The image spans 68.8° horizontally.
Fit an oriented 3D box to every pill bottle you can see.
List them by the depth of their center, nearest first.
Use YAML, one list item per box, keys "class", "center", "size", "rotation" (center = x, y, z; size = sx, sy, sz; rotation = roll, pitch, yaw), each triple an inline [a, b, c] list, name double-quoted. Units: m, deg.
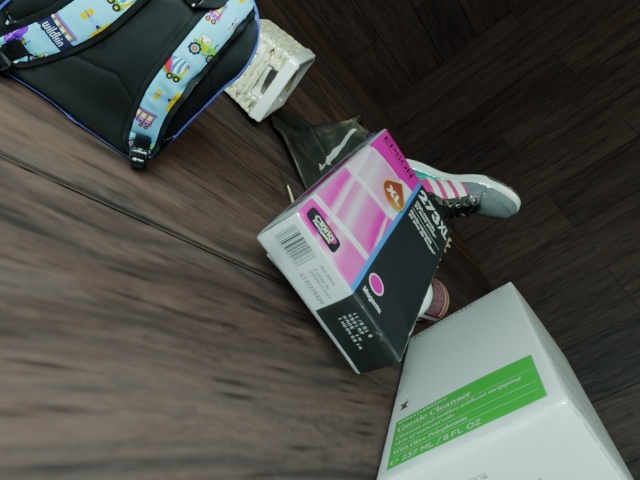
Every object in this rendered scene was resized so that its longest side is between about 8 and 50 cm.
- class: "pill bottle"
  center: [0.154, 0.091, 0.778]
  size: [0.152, 0.086, 0.086]
  rotation: [25, 36, -57]

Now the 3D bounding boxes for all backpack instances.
- class: "backpack"
  center: [-0.141, -0.169, 0.362]
  size: [0.158, 0.173, 0.117]
  rotation: [38, 25, -39]

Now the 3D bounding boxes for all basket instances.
- class: "basket"
  center: [-0.088, -0.276, 0.745]
  size: [0.103, 0.113, 0.167]
  rotation: [38, 25, -9]

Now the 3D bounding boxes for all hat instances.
- class: "hat"
  center: [0.056, -0.158, 0.886]
  size: [0.331, 0.134, 0.331]
  rotation: [48, 21, -25]

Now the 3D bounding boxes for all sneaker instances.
- class: "sneaker"
  center: [0.250, -0.058, 0.967]
  size: [0.123, 0.296, 0.178]
  rotation: [80, 29, -59]

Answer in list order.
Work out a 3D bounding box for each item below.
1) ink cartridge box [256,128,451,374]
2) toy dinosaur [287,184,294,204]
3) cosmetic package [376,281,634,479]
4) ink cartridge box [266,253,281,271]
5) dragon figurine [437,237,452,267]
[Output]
- class: "ink cartridge box"
  center: [0.078, -0.026, 0.583]
  size: [0.175, 0.069, 0.371]
  rotation: [55, 33, -10]
- class: "toy dinosaur"
  center: [0.000, 0.000, 0.640]
  size: [0.092, 0.053, 0.183]
  rotation: [48, 6, 30]
- class: "cosmetic package"
  center: [0.209, 0.202, 0.564]
  size: [0.155, 0.197, 0.365]
  rotation: [55, 17, 0]
- class: "ink cartridge box"
  center: [-0.001, 0.030, 0.559]
  size: [0.122, 0.052, 0.088]
  rotation: [49, 21, -15]
- class: "dragon figurine"
  center: [0.134, -0.021, 0.838]
  size: [0.144, 0.085, 0.289]
  rotation: [6, -33, 52]
